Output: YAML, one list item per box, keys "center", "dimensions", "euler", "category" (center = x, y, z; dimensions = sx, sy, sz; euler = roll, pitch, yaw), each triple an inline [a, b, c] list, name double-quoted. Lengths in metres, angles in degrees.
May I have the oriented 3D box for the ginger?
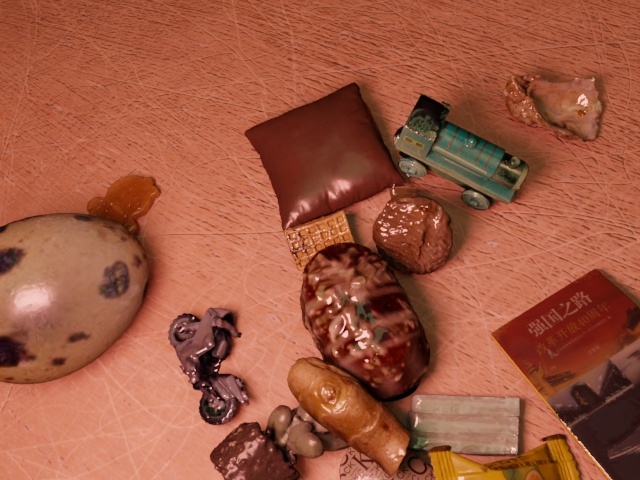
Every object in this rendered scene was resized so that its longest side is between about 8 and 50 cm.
- center: [0.048, 0.307, 1.130]
  dimensions: [0.263, 0.116, 0.109]
  euler: [38, 35, 15]
  category: "ginger"

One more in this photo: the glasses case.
- center: [0.191, 0.490, 1.128]
  dimensions: [0.355, 0.085, 0.137]
  euler: [34, 70, 24]
  category: "glasses case"

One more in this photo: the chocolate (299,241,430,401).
- center: [0.078, 0.149, 1.246]
  dimensions: [0.225, 0.210, 0.340]
  euler: [-26, 63, -3]
  category: "chocolate"

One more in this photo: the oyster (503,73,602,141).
- center: [0.528, -0.309, 1.437]
  dimensions: [0.233, 0.107, 0.161]
  euler: [22, 66, 1]
  category: "oyster"

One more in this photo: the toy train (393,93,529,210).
- center: [0.299, -0.180, 1.339]
  dimensions: [0.298, 0.194, 0.120]
  euler: [28, 73, 5]
  category: "toy train"

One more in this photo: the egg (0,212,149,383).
- center: [-0.575, 0.115, 1.328]
  dimensions: [0.428, 0.345, 0.345]
  euler: [-25, 62, -9]
  category: "egg"

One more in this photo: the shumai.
- center: [0.205, -0.042, 1.334]
  dimensions: [0.166, 0.206, 0.175]
  euler: [11, 47, 11]
  category: "shumai"

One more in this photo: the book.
- center: [0.537, 0.245, 1.161]
  dimensions: [0.262, 0.028, 0.374]
  euler: [-32, 51, -2]
  category: "book"

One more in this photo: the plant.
- center: [-0.068, 0.385, 1.196]
  dimensions: [0.274, 0.149, 0.146]
  euler: [-28, 106, -17]
  category: "plant"

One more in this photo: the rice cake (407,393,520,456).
- center: [0.274, 0.353, 1.202]
  dimensions: [0.211, 0.038, 0.124]
  euler: [4, 66, 13]
  category: "rice cake"

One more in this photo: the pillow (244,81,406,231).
- center: [0.005, -0.197, 1.477]
  dimensions: [0.305, 0.108, 0.308]
  euler: [-24, 67, 2]
  category: "pillow"

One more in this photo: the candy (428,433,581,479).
- center: [0.335, 0.436, 1.077]
  dimensions: [0.297, 0.081, 0.187]
  euler: [-1, 64, -20]
  category: "candy"

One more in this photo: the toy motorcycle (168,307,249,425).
- center: [-0.224, 0.249, 1.325]
  dimensions: [0.159, 0.106, 0.270]
  euler: [-35, 59, 1]
  category: "toy motorcycle"

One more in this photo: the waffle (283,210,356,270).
- center: [0.000, 0.001, 1.397]
  dimensions: [0.148, 0.042, 0.102]
  euler: [-19, 100, 2]
  category: "waffle"

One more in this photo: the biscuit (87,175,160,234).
- center: [-0.509, -0.077, 1.577]
  dimensions: [0.166, 0.036, 0.225]
  euler: [27, 71, 21]
  category: "biscuit"
